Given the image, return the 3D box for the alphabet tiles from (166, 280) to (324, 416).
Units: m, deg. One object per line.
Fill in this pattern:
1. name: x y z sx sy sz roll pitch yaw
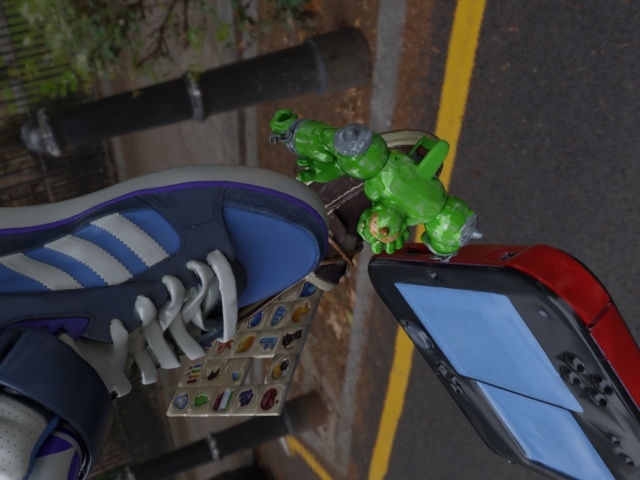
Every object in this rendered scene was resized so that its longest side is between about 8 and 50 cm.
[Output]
1. alphabet tiles: -0.087 0.117 1.022 0.198 0.237 0.009 -11 136 40

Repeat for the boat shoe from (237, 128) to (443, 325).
1. boat shoe: 0.000 0.000 0.891 0.123 0.342 0.123 21 -133 -54

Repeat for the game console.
1. game console: 0.216 0.149 0.856 0.341 0.060 0.386 59 163 -12

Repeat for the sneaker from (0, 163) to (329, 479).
1. sneaker: -0.127 0.078 0.486 0.236 0.323 0.130 -111 19 -44

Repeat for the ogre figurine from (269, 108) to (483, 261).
1. ogre figurine: 0.054 -0.045 0.656 0.197 0.097 0.118 55 166 -12
